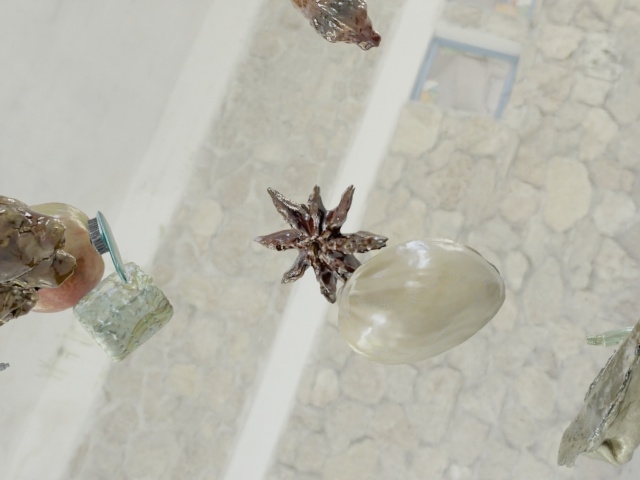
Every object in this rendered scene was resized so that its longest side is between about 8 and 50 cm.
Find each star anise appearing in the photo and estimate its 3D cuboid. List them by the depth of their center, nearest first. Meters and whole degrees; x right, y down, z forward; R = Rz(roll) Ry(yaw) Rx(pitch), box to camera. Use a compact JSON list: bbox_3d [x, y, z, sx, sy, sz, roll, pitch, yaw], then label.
[{"bbox_3d":[0.000,-0.001,1.610,0.088,0.288,0.288,-47,-28,-61],"label":"star anise"}]

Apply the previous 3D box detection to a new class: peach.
[{"bbox_3d":[-0.584,0.041,1.695,0.256,0.232,0.232,-23,-32,-14],"label":"peach"}]

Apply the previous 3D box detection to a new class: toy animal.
[{"bbox_3d":[-0.037,-0.374,1.137,0.097,0.312,0.157,-49,7,16],"label":"toy animal"}]

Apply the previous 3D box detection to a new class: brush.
[{"bbox_3d":[-0.294,0.012,1.121,0.193,0.032,0.043,52,166,57],"label":"brush"}]

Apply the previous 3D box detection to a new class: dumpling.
[{"bbox_3d":[0.423,0.229,1.142,0.166,0.086,0.332,-55,-16,-60],"label":"dumpling"}]

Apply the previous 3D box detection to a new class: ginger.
[{"bbox_3d":[-0.572,0.050,1.383,0.357,0.274,0.152,-40,41,26],"label":"ginger"}]

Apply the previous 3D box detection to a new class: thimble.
[{"bbox_3d":[-0.356,0.127,1.481,0.143,0.137,0.190,-40,1,-16],"label":"thimble"}]

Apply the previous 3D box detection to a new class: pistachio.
[{"bbox_3d":[0.187,0.107,1.518,0.208,0.331,0.226,-163,54,-76],"label":"pistachio"}]

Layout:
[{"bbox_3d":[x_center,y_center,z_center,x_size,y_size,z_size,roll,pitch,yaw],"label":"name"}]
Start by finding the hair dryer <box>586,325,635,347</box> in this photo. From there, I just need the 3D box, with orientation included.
[{"bbox_3d":[0.757,0.149,1.755,0.296,0.298,0.119,-52,-39,-33],"label":"hair dryer"}]

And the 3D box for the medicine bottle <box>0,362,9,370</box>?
[{"bbox_3d":[-0.723,0.277,1.645,0.057,0.199,0.058,165,90,-84],"label":"medicine bottle"}]
